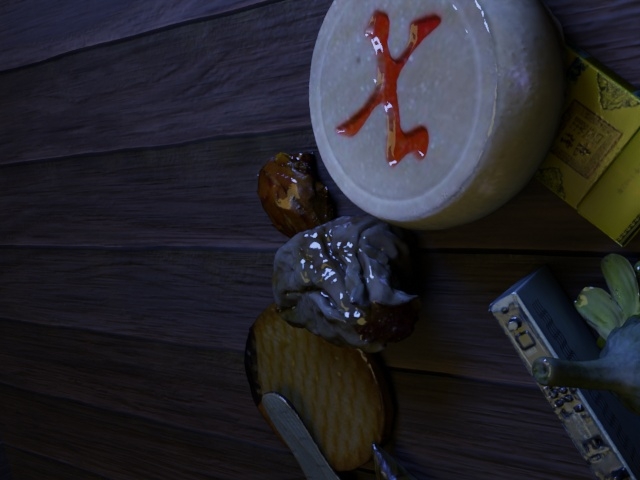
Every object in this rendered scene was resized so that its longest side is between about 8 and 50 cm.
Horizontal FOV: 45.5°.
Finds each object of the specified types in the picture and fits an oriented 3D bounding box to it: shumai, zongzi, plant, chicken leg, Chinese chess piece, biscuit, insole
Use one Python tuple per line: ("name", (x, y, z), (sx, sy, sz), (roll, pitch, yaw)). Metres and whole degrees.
("shumai", (0.031, 0.064, 1.073), (0.218, 0.185, 0.184), (-4, 104, 5))
("zongzi", (0.173, 0.406, 1.197), (0.187, 0.084, 0.184), (-7, 102, 37))
("plant", (0.370, 0.160, 0.802), (0.305, 0.297, 0.261), (0, 119, 61))
("chicken leg", (0.000, 0.000, 1.195), (0.113, 0.093, 0.304), (-30, 91, 29))
("Chinese chess piece", (0.132, -0.181, 0.930), (0.338, 0.140, 0.338), (9, 102, 50))
("biscuit", (-0.009, 0.249, 1.318), (0.317, 0.040, 0.318), (17, 118, 35))
("insole", (0.000, 0.410, 1.345), (0.119, 0.009, 0.348), (-22, 103, 50))

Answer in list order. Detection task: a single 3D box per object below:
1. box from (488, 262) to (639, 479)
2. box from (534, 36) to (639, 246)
("box", (0.310, 0.165, 0.917), (0.045, 0.211, 0.270), (-35, 83, 28))
("box", (0.304, -0.138, 0.920), (0.279, 0.041, 0.153), (44, 128, 20))
